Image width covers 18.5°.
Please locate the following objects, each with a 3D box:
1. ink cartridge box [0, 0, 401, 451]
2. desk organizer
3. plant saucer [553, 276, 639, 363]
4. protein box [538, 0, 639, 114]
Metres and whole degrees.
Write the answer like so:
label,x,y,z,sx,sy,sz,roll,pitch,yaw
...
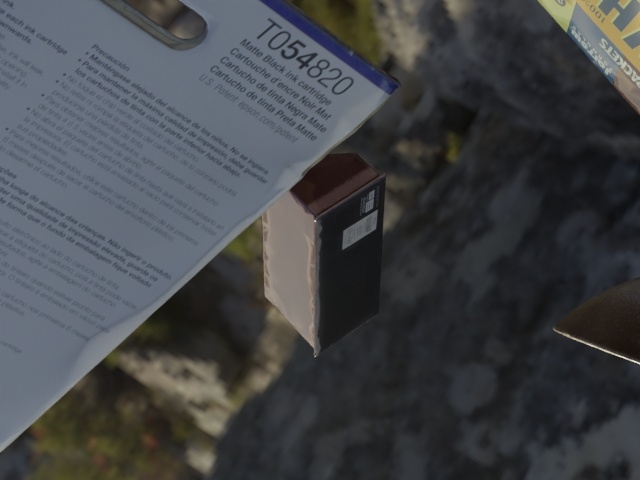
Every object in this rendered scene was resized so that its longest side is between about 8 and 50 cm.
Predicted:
label,x,y,z,sx,sy,sz,roll,pitch,yaw
ink cartridge box,-0.122,-0.041,0.678,0.224,0.045,0.223,-41,134,17
desk organizer,0.000,0.000,1.057,0.050,0.047,0.130,46,156,27
plant saucer,0.194,0.052,0.796,0.198,0.036,0.198,19,180,0
protein box,0.249,-0.203,1.153,0.136,0.200,0.201,51,165,16
